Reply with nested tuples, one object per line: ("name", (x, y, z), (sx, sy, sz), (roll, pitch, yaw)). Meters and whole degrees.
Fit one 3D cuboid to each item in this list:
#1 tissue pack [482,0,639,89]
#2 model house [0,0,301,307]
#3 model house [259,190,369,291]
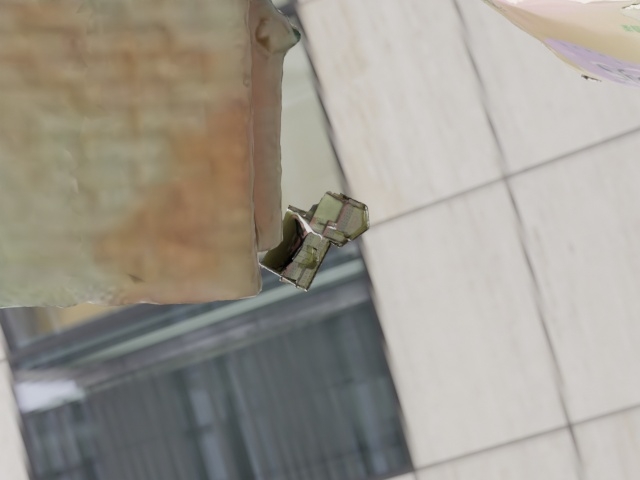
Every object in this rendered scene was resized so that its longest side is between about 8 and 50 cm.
("tissue pack", (0.243, -0.190, 1.370), (0.215, 0.257, 0.123), (31, -94, -35))
("model house", (-0.133, -0.128, 1.010), (0.312, 0.245, 0.280), (-106, 14, -79))
("model house", (0.000, 0.000, 1.422), (0.058, 0.057, 0.083), (24, -87, -57))
